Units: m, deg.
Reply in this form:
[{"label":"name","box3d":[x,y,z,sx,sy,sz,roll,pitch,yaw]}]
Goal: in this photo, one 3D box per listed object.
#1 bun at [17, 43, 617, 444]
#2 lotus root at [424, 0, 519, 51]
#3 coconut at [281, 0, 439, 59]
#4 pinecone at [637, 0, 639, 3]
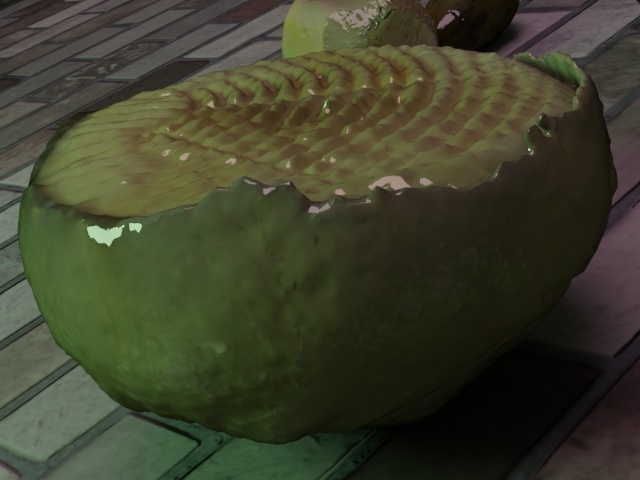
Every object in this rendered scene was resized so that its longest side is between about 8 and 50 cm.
[{"label":"bun","box3d":[0.003,0.004,0.678,0.364,0.202,0.364,-10,21,4]},{"label":"lotus root","box3d":[0.170,-0.258,1.253,0.089,0.080,0.179,9,39,40]},{"label":"coconut","box3d":[0.038,-0.200,1.146,0.147,0.147,0.153,-26,30,-18]},{"label":"pinecone","box3d":[0.393,-0.270,1.015,0.208,0.207,0.208,-14,25,7]}]
